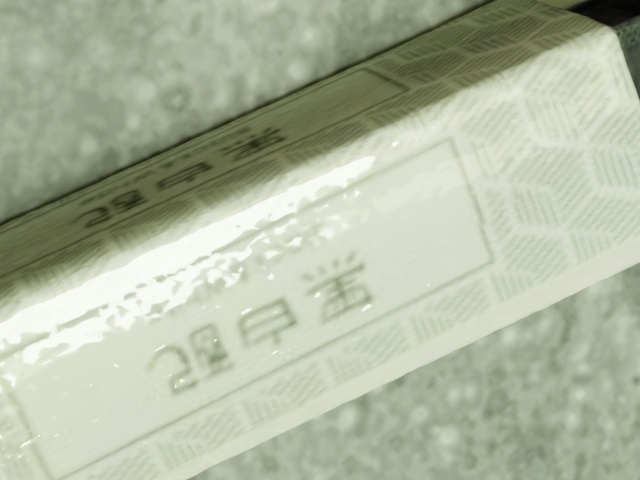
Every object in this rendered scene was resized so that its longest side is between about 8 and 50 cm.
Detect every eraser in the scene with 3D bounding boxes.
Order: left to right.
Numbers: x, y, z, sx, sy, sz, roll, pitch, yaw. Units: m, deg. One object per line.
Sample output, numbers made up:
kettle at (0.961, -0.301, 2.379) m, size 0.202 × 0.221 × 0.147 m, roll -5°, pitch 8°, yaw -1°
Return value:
eraser at (0.000, 0.000, 0.629) m, size 0.404 × 0.098 × 0.096 m, roll -26°, pitch 111°, yaw -10°
